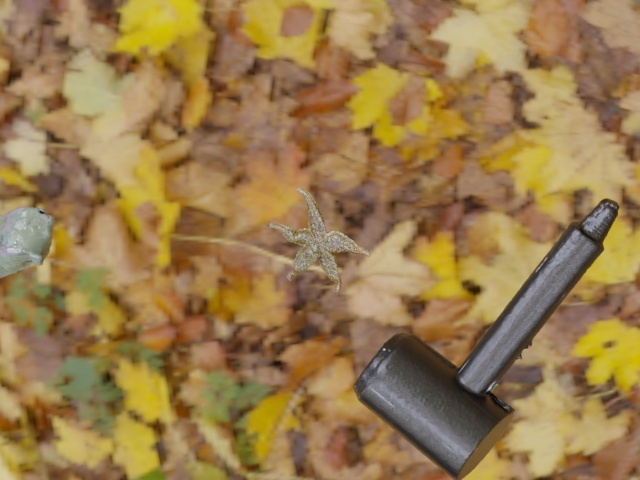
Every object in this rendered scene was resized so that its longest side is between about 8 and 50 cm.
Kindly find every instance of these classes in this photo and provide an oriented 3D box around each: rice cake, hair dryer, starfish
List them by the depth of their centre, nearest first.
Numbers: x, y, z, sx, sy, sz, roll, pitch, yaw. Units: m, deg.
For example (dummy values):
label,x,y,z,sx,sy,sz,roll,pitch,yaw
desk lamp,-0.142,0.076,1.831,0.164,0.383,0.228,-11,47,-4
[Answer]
label,x,y,z,sx,sy,sz,roll,pitch,yaw
rice cake,-0.265,0.015,1.238,0.211,0.034,0.043,-18,56,44
hair dryer,0.137,0.058,1.301,0.114,0.070,0.248,38,102,11
starfish,0.000,0.000,1.383,0.086,0.016,0.092,-11,96,30
